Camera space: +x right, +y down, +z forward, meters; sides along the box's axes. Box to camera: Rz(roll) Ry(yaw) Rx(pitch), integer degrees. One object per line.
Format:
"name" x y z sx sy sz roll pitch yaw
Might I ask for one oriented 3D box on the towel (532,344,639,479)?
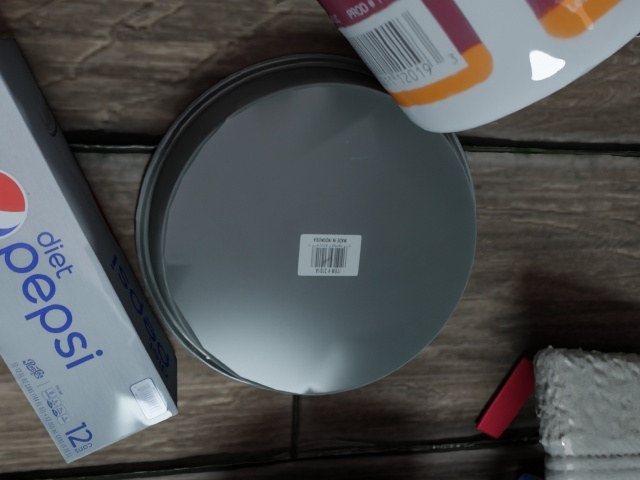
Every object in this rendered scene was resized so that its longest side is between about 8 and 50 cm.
"towel" 0.300 0.193 0.643 0.282 0.049 0.187 9 72 -28

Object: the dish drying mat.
"dish drying mat" 0.183 0.151 0.688 0.032 0.008 0.083 30 96 -19

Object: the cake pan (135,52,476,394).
"cake pan" 0.000 0.000 0.581 0.293 0.054 0.294 -4 106 -12

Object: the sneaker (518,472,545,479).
"sneaker" 0.186 0.289 0.710 0.058 0.052 0.135 32 87 -12

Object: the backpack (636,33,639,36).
"backpack" 0.276 -0.244 0.534 0.115 0.152 0.182 -9 113 -15

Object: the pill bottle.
"pill bottle" 0.033 -0.279 0.421 0.224 0.224 0.392 -42 110 1

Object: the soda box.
"soda box" -0.201 0.007 0.513 0.091 0.098 0.286 -24 109 -4
